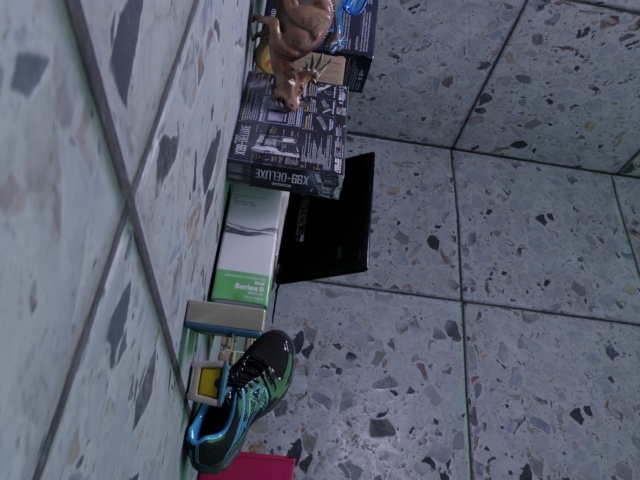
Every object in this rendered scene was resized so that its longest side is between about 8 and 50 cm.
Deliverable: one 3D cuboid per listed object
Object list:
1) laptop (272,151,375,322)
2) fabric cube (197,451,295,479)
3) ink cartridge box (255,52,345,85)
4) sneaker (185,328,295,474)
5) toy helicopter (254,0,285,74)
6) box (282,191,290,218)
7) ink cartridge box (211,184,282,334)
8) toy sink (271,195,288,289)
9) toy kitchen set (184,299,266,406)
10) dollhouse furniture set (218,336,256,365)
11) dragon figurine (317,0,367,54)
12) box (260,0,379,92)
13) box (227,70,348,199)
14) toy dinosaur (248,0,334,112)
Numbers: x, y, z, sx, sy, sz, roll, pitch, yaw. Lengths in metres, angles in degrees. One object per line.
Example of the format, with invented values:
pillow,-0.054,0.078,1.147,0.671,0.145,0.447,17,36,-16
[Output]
laptop,0.000,0.000,1.568,0.236,0.407,0.382,49,39,-47
fabric cube,-0.213,0.720,1.487,0.259,0.254,0.258,107,-11,-69
ink cartridge box,-0.062,-0.405,1.454,0.088,0.234,0.193,118,-20,-77
sneaker,-0.157,0.317,1.138,0.341,0.125,0.140,-58,158,-34
toy helicopter,-0.050,-0.566,1.302,0.140,0.235,0.355,50,-59,41
box,-0.163,-0.157,1.951,0.091,0.170,0.130,103,-6,-64
ink cartridge box,-0.165,0.043,1.233,0.211,0.121,0.289,107,-10,-62
toy sink,-0.174,-0.007,1.514,0.153,0.131,0.234,103,-4,-48
toy kitchen set,-0.164,0.201,0.920,0.207,0.122,0.166,113,-15,-75
dollhouse furniture set,-0.236,0.284,1.624,0.161,0.101,0.182,112,-15,-74
dragon figurine,0.055,-0.566,1.224,0.289,0.085,0.144,-64,157,-11
box,0.001,-0.643,1.579,0.179,0.312,0.343,111,-13,-71
box,-0.064,-0.243,1.211,0.076,0.242,0.307,103,-7,-52
toy dinosaur,-0.037,-0.443,1.160,0.296,0.200,0.127,-52,-175,29
